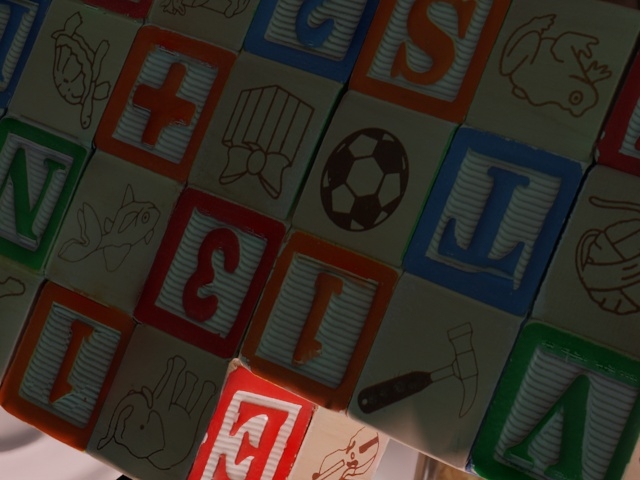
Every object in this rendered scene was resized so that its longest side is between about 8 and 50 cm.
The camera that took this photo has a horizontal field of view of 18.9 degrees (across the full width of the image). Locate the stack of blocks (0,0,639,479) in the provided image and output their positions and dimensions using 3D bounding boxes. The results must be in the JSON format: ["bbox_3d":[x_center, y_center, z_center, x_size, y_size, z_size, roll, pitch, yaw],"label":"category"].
[{"bbox_3d":[0.000,0.000,0.585,0.087,0.297,0.171,23,88,-52],"label":"stack of blocks"}]

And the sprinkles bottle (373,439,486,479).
[{"bbox_3d":[0.149,0.101,0.708,0.355,0.121,0.121,12,115,-6],"label":"sprinkles bottle"}]

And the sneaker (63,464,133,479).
[{"bbox_3d":[0.036,0.080,0.805,0.283,0.107,0.124,4,97,-6],"label":"sneaker"}]

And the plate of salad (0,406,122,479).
[{"bbox_3d":[-0.137,0.012,0.762,0.199,0.048,0.200,6,107,19],"label":"plate of salad"}]

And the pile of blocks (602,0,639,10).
[{"bbox_3d":[0.126,-0.032,0.708,0.362,0.113,0.149,31,127,-21],"label":"pile of blocks"}]
